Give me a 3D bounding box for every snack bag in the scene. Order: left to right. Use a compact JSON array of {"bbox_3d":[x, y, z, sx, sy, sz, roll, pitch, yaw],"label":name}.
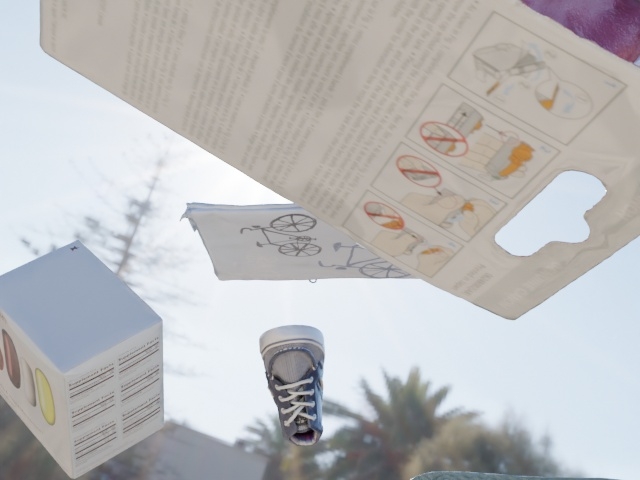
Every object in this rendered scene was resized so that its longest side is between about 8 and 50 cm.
[{"bbox_3d":[0.000,0.000,1.526,0.343,0.037,0.323,-1,-17,2],"label":"snack bag"}]

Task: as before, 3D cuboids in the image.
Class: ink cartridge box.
[{"bbox_3d":[0.020,-0.119,0.648,0.385,0.091,0.308,30,-25,-2],"label":"ink cartridge box"}]

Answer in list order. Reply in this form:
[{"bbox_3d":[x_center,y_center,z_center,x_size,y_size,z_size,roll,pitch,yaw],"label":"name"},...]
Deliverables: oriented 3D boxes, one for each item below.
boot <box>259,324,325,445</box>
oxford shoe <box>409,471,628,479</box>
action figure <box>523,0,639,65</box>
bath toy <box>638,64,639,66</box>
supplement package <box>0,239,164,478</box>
[{"bbox_3d":[-0.021,0.154,1.166,0.069,0.086,0.190,-10,-24,2],"label":"boot"},{"bbox_3d":[0.298,0.356,1.246,0.449,0.130,0.169,6,24,-2],"label":"oxford shoe"},{"bbox_3d":[0.405,-0.278,1.374,0.275,0.370,0.248,61,10,-1],"label":"action figure"},{"bbox_3d":[0.362,-0.328,1.535,0.348,0.151,0.129,21,-52,-27],"label":"bath toy"},{"bbox_3d":[-0.316,0.151,1.433,0.194,0.149,0.203,38,-40,32],"label":"supplement package"}]
